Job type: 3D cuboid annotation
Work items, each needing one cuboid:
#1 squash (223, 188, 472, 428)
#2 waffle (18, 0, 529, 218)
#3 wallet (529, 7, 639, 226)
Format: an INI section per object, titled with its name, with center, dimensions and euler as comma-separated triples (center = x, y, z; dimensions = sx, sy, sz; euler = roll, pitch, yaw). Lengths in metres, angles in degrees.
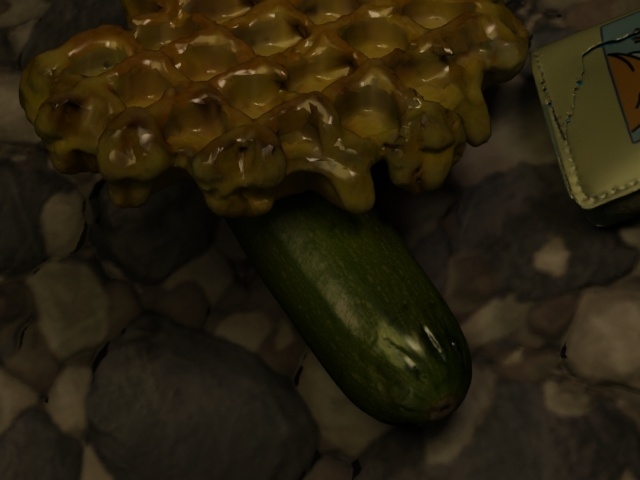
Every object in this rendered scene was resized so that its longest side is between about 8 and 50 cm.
[squash]
center = 0.000, 0.000, 0.955
dimensions = 0.069, 0.069, 0.239
euler = -36, 51, 3
[waffle]
center = -0.025, -0.103, 0.977
dimensions = 0.249, 0.056, 0.253
euler = -5, 42, -4
[wallet]
center = 0.181, -0.077, 0.925
dimensions = 0.155, 0.039, 0.110
euler = -22, 52, 15
